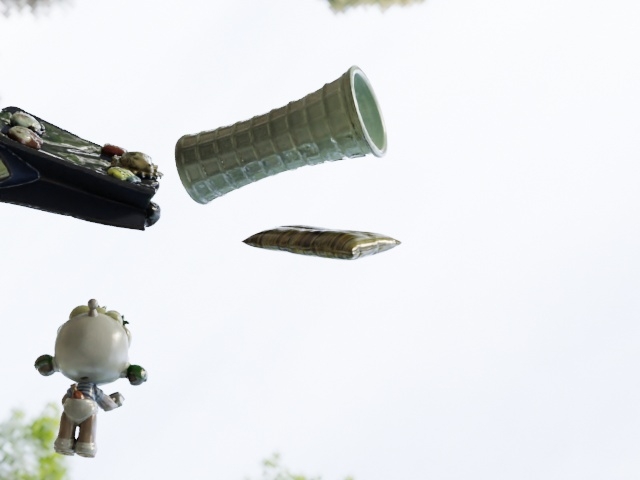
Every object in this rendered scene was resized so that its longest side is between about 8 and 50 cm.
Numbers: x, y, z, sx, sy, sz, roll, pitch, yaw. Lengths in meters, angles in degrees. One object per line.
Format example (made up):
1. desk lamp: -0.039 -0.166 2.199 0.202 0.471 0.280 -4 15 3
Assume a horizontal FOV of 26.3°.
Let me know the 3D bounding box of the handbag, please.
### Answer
1. handbag: -0.438 -0.126 2.428 0.303 0.329 0.122 -121 -132 -73

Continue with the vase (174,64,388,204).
1. vase: -0.062 -0.145 2.032 0.298 0.143 0.143 -18 -136 18

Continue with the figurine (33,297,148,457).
1. figurine: -0.291 0.172 1.722 0.147 0.093 0.197 6 -97 5

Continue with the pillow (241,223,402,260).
1. pillow: 0.000 0.000 1.877 0.203 0.113 0.038 6 -79 40
